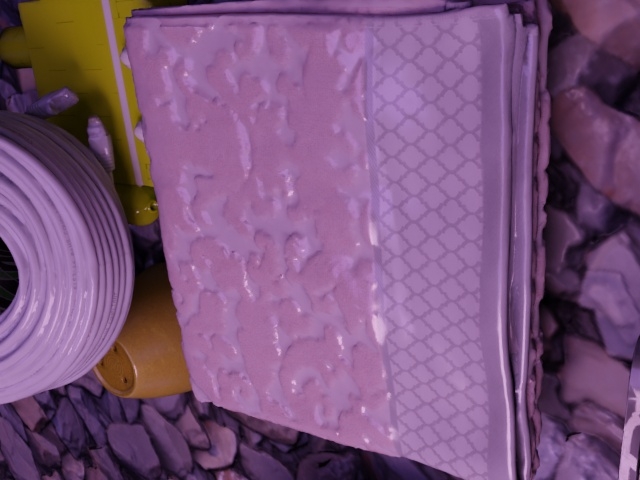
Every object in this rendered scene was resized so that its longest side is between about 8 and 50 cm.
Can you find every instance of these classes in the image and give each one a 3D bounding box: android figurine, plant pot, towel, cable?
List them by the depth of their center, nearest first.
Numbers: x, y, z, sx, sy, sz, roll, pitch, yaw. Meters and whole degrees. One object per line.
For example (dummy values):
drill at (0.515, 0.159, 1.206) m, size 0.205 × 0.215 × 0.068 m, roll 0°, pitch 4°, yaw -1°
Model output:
towel at (0.000, 0.000, 0.523) m, size 0.317 × 0.053 × 0.331 m, roll 8°, pitch 113°, yaw 35°
cable at (-0.285, 0.018, 0.637) m, size 0.257 × 0.089 × 0.257 m, roll -13°, pitch 99°, yaw 13°
android figurine at (-0.189, -0.135, 0.666) m, size 0.273 × 0.056 × 0.248 m, roll 11°, pitch 115°, yaw 35°
plant pot at (-0.168, 0.100, 0.722) m, size 0.134 × 0.095 × 0.134 m, roll 16°, pitch 118°, yaw 32°

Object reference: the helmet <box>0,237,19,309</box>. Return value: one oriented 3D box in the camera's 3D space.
helmet at (-0.354, 0.022, 0.783) m, size 0.169 × 0.161 × 0.169 m, roll 15°, pitch 117°, yaw 31°

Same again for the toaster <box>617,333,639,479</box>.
toaster at (0.256, 0.123, 0.407) m, size 0.168 × 0.110 × 0.185 m, roll 12°, pitch 116°, yaw 33°
